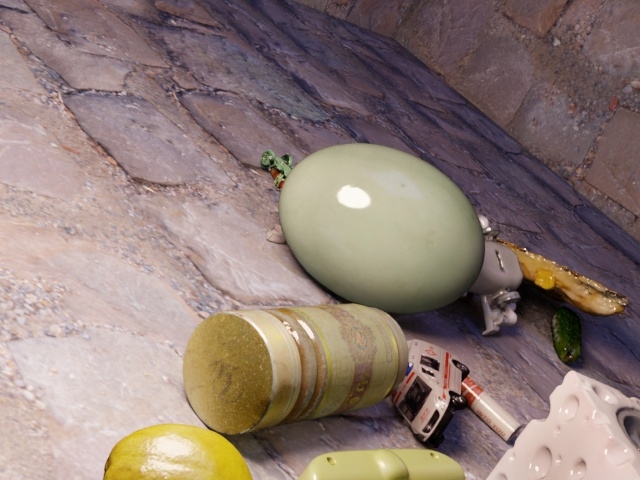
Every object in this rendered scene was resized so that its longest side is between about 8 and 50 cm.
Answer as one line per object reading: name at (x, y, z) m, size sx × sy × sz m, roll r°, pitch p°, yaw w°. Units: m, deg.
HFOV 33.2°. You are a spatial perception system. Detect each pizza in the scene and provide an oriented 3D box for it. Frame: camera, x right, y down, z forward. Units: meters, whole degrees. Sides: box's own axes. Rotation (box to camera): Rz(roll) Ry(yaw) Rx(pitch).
pizza at (0.513, 0.089, 2.392) m, size 0.434 × 0.080 × 0.392 m, roll 27°, pitch 3°, yaw 31°

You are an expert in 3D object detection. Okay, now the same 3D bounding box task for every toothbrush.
toothbrush at (0.000, 0.000, 2.024) m, size 0.307 × 0.029 × 0.025 m, roll 8°, pitch 42°, yaw -53°

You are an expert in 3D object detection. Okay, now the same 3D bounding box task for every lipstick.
lipstick at (0.271, 0.274, 1.769) m, size 0.130 × 0.038 × 0.038 m, roll 42°, pitch 22°, yaw 24°

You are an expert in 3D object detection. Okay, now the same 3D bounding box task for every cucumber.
cucumber at (0.521, 0.202, 2.274) m, size 0.069 × 0.069 × 0.227 m, roll 32°, pitch 23°, yaw -3°

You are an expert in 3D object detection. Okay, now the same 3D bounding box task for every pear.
pear at (-0.144, 0.254, 1.054) m, size 0.162 × 0.149 × 0.149 m, roll 23°, pitch 22°, yaw -23°

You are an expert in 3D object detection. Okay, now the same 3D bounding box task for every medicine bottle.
medicine bottle at (-0.021, 0.163, 1.429) m, size 0.151 × 0.151 × 0.322 m, roll 44°, pitch 23°, yaw 28°

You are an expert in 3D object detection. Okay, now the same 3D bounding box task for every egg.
egg at (0.108, -0.019, 1.858) m, size 0.388 × 0.276 × 0.276 m, roll 24°, pitch 22°, yaw -18°

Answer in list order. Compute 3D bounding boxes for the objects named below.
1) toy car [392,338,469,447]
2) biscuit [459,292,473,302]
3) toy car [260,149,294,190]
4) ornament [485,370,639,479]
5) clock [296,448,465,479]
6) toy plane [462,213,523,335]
toy car at (0.161, 0.228, 1.642) m, size 0.108 × 0.089 × 0.210 m, roll 32°, pitch 18°, yaw -2°
biscuit at (0.251, 0.049, 2.268) m, size 0.228 × 0.031 × 0.176 m, roll 43°, pitch 23°, yaw 26°
toy car at (-0.065, -0.128, 2.175) m, size 0.073 × 0.054 × 0.143 m, roll 6°, pitch 32°, yaw -47°
ornament at (0.405, 0.368, 1.463) m, size 0.239 × 0.240 × 0.240 m, roll 24°, pitch 22°, yaw -21°
clock at (0.133, 0.387, 1.195) m, size 0.286 × 0.117 × 0.348 m, roll 9°, pitch 31°, yaw -46°
toy plane at (0.311, 0.058, 2.135) m, size 0.266 × 0.122 × 0.267 m, roll 28°, pitch 49°, yaw -38°
